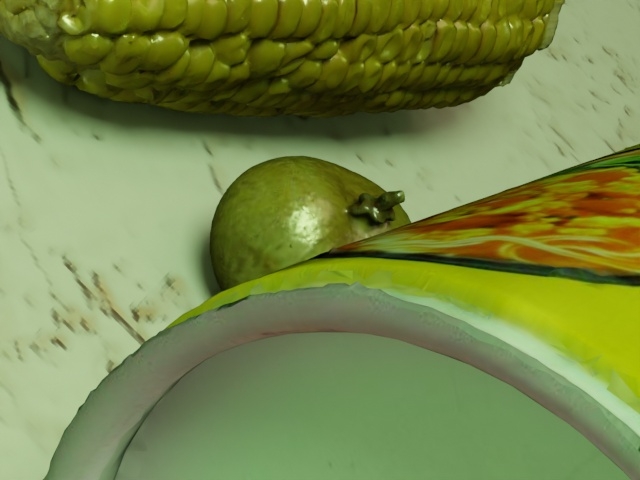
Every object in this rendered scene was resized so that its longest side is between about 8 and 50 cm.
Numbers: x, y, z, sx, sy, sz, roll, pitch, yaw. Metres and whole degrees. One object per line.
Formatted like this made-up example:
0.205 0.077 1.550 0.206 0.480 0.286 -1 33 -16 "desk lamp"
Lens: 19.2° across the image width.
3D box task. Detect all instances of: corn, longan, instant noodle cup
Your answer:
-0.004 -0.106 0.761 0.322 0.119 0.119 -9 61 -55 "corn"
0.000 0.000 0.671 0.075 0.083 0.075 21 51 -29 "longan"
0.097 0.114 0.461 0.254 0.325 0.326 -11 62 -46 "instant noodle cup"
